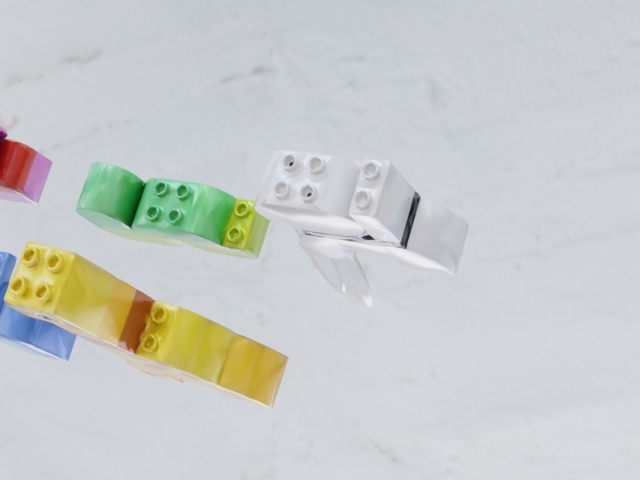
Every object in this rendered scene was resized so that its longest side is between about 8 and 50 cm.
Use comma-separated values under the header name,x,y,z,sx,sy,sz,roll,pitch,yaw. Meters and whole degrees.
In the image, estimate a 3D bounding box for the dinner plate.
name,x,y,z,sx,sy,sz,roll,pitch,yaw
dinner plate,0.000,0.000,1.009,0.017,0.141,0.141,-30,-59,-10

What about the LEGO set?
name,x,y,z,sx,sy,sz,roll,pitch,yaw
LEGO set,-0.079,0.001,0.405,0.227,0.087,0.093,8,-16,28
